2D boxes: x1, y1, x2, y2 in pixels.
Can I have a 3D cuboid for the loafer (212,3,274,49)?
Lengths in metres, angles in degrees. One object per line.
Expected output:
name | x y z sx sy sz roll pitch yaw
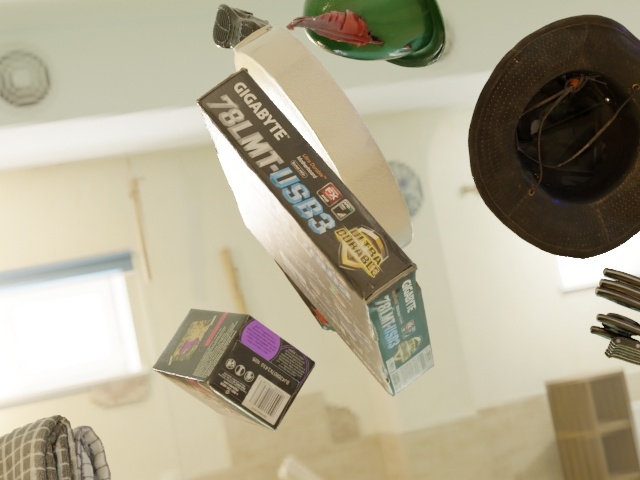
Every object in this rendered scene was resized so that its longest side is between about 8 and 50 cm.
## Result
loafer | -0.139 -0.390 2.410 0.078 0.080 0.220 5 20 -30

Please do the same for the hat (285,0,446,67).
hat | 0.006 -0.201 1.299 0.173 0.208 0.183 16 57 41

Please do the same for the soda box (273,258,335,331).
soda box | -0.006 0.079 2.194 0.053 0.169 0.060 -46 24 -26

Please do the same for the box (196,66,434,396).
box | 0.000 0.000 1.364 0.073 0.295 0.293 -36 -25 -10

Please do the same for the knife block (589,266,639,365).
knife block | 0.568 0.124 1.979 0.276 0.242 0.088 -21 -20 -5

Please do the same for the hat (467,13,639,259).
hat | 0.324 -0.143 1.704 0.331 0.331 0.134 -10 18 -16

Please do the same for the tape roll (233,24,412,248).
tape roll | 0.000 -0.138 1.913 0.072 0.392 0.392 -33 -1 -8

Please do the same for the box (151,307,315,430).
box | -0.159 0.225 2.278 0.165 0.143 0.270 38 -16 -22

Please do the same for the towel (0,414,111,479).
towel | -0.346 0.358 1.399 0.235 0.283 0.121 -27 -35 22
